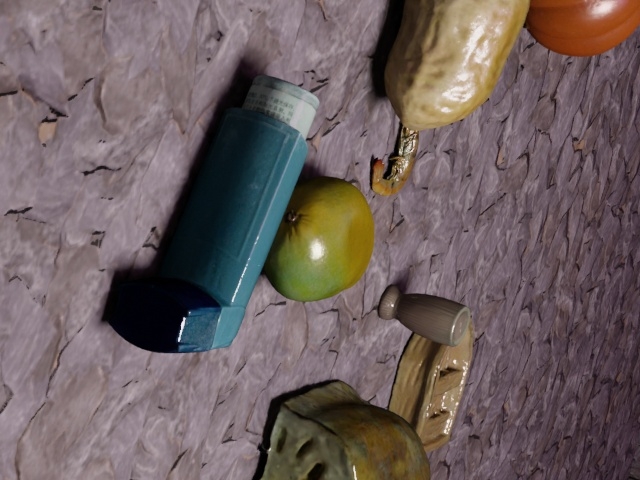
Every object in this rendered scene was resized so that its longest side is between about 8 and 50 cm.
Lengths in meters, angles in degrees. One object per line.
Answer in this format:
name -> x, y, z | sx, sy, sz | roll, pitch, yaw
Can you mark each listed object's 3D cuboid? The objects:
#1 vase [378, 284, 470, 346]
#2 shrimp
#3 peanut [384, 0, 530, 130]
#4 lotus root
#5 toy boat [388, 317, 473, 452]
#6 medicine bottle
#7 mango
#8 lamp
vase -> 0.122, 0.088, 1.562 | 0.053, 0.101, 0.053 | -41, 140, -46
shrimp -> 0.084, -0.101, 1.448 | 0.083, 0.023, 0.114 | -15, 124, -57
peanut -> 0.140, -0.218, 1.357 | 0.129, 0.129, 0.224 | 8, 100, -64
lotus root -> 0.034, 0.307, 1.497 | 0.260, 0.149, 0.267 | -8, 117, -61
toy boat -> 0.145, 0.178, 1.717 | 0.116, 0.061, 0.188 | -5, 112, -61
medicine bottle -> -0.080, -0.018, 1.115 | 0.258, 0.079, 0.124 | -67, 154, -8
mango -> 0.000, -0.003, 1.288 | 0.191, 0.085, 0.122 | -17, 113, -71
lamp -> 0.286, -0.317, 1.496 | 0.223, 0.196, 0.223 | -19, 90, -79
